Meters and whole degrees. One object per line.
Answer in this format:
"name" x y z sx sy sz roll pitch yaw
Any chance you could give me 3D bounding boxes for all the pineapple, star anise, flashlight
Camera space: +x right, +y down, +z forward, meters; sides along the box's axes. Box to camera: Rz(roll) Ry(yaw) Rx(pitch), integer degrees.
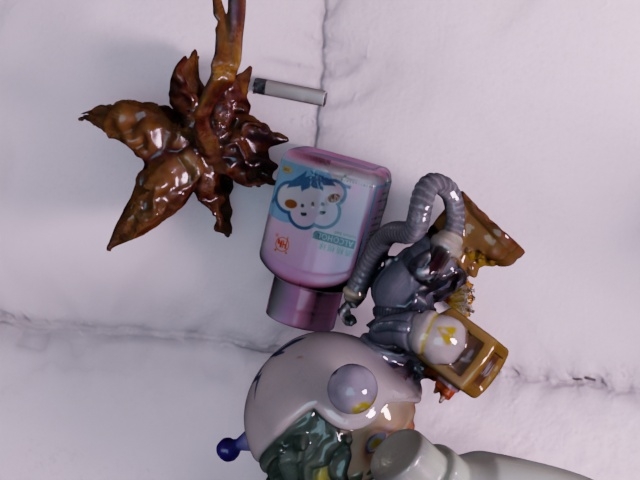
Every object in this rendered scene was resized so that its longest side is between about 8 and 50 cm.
"pineapple" 0.144 0.048 1.525 0.083 0.019 0.045 44 107 6
"star anise" -0.143 -0.137 1.490 0.237 0.148 0.346 30 119 6
"flashlight" -0.034 -0.166 1.531 0.083 0.018 0.018 12 102 10

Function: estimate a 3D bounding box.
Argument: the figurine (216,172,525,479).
"figurine" 0.066 0.133 1.440 0.382 0.261 0.186 -47 60 4

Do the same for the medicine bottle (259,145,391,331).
"medicine bottle" 0.000 0.000 1.509 0.119 0.094 0.188 16 101 11

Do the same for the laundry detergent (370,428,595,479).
"laundry detergent" 0.208 0.323 1.415 0.264 0.124 0.398 -37 117 11
